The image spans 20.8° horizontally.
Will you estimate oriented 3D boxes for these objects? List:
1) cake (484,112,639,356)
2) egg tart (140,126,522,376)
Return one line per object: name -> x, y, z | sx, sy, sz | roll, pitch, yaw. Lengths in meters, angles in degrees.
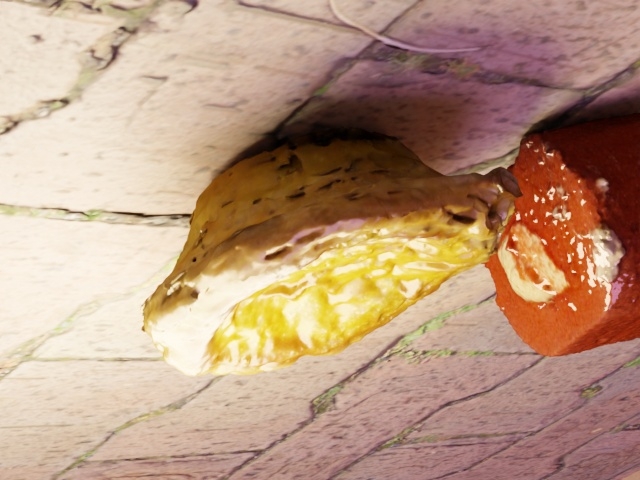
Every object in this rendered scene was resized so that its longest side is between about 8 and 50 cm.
cake -> 0.254, 0.005, 1.607 | 0.151, 0.177, 0.283 | -10, 159, -18
egg tart -> -0.002, 0.002, 1.465 | 0.341, 0.129, 0.341 | -17, 159, -7
